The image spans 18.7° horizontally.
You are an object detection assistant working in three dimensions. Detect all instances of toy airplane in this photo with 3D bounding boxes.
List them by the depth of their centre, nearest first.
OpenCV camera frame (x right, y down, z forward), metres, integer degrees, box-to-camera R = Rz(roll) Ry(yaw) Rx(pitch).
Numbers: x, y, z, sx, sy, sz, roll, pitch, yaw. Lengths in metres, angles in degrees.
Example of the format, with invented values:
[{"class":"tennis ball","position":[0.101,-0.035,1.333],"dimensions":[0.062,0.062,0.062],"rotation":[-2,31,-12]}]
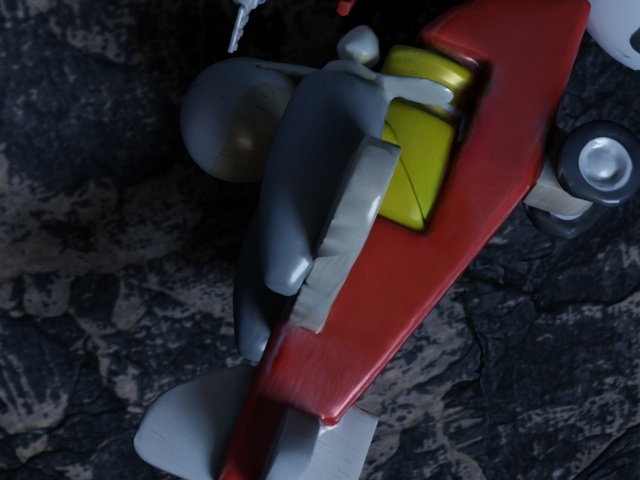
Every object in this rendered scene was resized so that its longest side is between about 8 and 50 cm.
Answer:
[{"class":"toy airplane","position":[0.000,0.000,1.308],"dimensions":[0.272,0.384,0.386],"rotation":[42,125,2]}]

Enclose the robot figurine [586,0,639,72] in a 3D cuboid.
[{"class":"robot figurine","position":[0.302,-0.229,1.364],"dimensions":[0.278,0.173,0.209],"rotation":[-30,111,2]}]

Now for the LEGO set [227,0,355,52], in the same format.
[{"class":"LEGO set","position":[-0.021,-0.183,1.226],"dimensions":[0.244,0.182,0.060],"rotation":[-3,121,-34]}]
